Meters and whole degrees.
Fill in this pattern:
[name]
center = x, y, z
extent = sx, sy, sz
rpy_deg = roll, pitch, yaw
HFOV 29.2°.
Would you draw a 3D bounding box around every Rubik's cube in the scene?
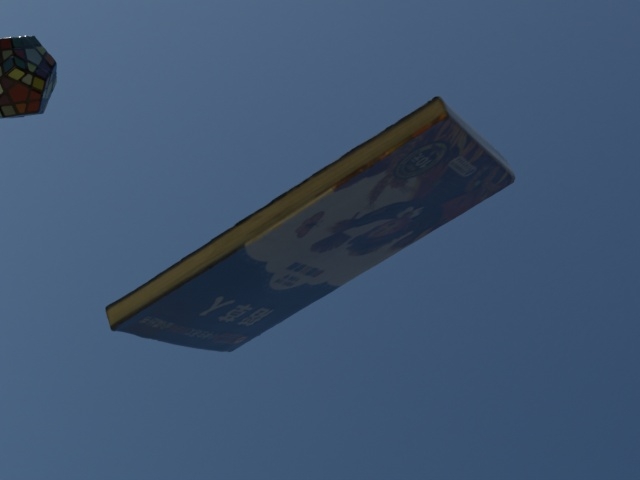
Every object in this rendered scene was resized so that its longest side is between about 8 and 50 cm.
[Rubik's cube]
center = -0.439, -0.232, 1.749
extent = 0.133, 0.112, 0.133
rpy_deg = -7, -112, 18

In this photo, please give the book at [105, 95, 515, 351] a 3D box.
[book]
center = 0.000, 0.000, 1.382
extent = 0.428, 0.300, 0.039
rpy_deg = -32, -109, 14
